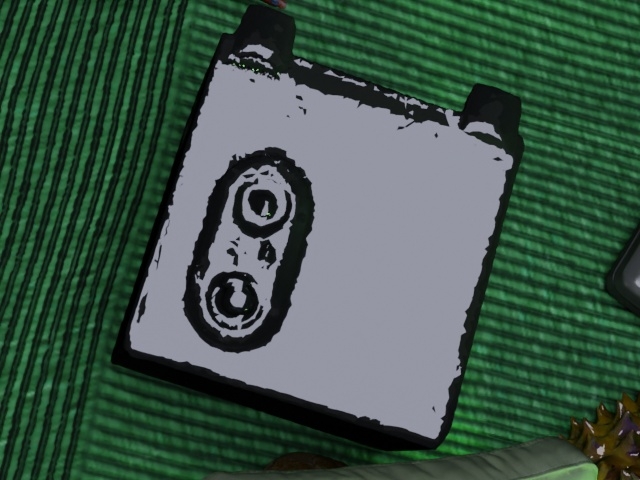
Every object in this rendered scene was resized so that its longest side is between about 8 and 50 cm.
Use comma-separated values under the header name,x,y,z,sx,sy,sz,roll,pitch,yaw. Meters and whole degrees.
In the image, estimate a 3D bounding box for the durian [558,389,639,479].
name,x,y,z,sx,sy,sz,roll,pitch,yaw
durian,0.278,0.181,1.269,0.260,0.186,0.154,-28,94,-28

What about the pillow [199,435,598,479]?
name,x,y,z,sx,sy,sz,roll,pitch,yaw
pillow,0.029,0.253,1.141,0.322,0.120,0.255,-2,119,-34

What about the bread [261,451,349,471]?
name,x,y,z,sx,sy,sz,roll,pitch,yaw
bread,-0.001,0.198,1.250,0.113,0.060,0.082,22,80,-6

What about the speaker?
name,x,y,z,sx,sy,sz,roll,pitch,yaw
speaker,0.000,0.000,1.221,0.232,0.184,0.254,19,79,-8

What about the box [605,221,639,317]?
name,x,y,z,sx,sy,sz,roll,pitch,yaw
box,0.328,-0.034,1.360,0.103,0.055,0.244,35,76,-4

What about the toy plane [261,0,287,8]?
name,x,y,z,sx,sy,sz,roll,pitch,yaw
toy plane,-0.110,-0.223,1.297,0.189,0.061,0.130,33,75,-10
